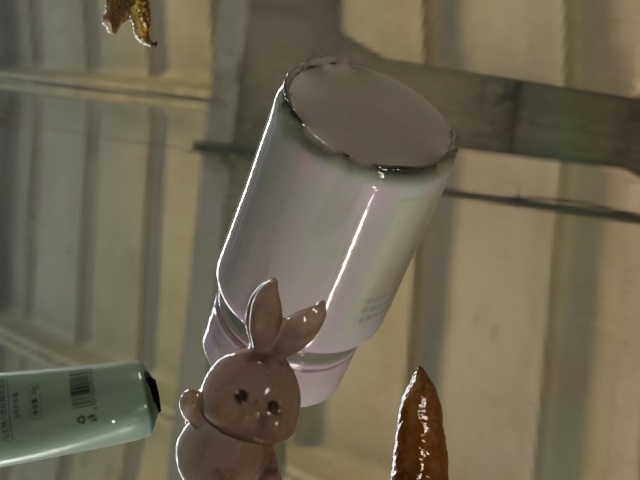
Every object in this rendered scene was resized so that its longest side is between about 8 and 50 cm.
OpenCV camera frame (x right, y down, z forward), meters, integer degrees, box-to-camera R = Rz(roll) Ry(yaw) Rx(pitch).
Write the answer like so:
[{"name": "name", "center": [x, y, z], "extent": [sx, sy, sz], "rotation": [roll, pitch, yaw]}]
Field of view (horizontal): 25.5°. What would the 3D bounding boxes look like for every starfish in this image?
[{"name": "starfish", "center": [-0.211, -0.318, 1.539], "extent": [0.295, 0.048, 0.231], "rotation": [-75, 165, -66]}]

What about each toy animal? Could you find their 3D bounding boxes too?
[{"name": "toy animal", "center": [-0.067, 0.146, 1.348], "extent": [0.124, 0.124, 0.213], "rotation": [50, -53, 45]}]

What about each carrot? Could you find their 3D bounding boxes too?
[{"name": "carrot", "center": [0.113, 0.227, 1.613], "extent": [0.072, 0.072, 0.205], "rotation": [-50, -155, 40]}]

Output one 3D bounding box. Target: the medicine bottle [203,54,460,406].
[{"name": "medicine bottle", "center": [0.000, 0.000, 1.634], "extent": [0.214, 0.213, 0.379], "rotation": [58, -42, 40]}]

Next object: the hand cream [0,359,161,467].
[{"name": "hand cream", "center": [-0.302, 0.158, 1.249], "extent": [0.067, 0.320, 0.109], "rotation": [98, -18, -52]}]
